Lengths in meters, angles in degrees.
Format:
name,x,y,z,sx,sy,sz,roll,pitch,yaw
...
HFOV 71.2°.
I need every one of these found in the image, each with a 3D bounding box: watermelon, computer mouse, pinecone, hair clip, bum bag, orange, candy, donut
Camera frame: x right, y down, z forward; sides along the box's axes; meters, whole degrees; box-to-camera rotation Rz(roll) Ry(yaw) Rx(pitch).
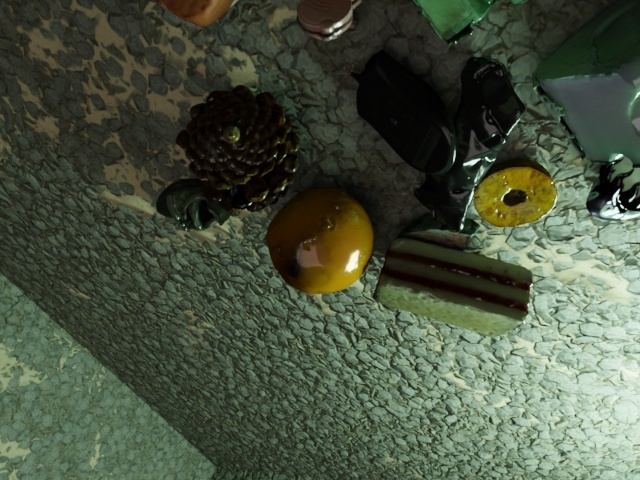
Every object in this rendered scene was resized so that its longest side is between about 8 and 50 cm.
name,x,y,z,sx,sy,sz,roll,pitch,yaw
watermelon,0.276,-0.013,1.011,0.187,0.071,0.139,-1,147,40
computer mouse,0.161,-0.237,0.824,0.264,0.088,0.147,46,155,11
pinecone,-0.165,-0.172,0.945,0.264,0.264,0.264,13,133,14
hair clip,0.022,-0.394,0.734,0.123,0.138,0.102,17,129,20
bum bag,0.273,-0.164,0.839,0.144,0.095,0.340,52,145,34
orange,0.000,0.000,1.016,0.246,0.246,0.246,13,133,14
candy,0.290,0.106,1.023,0.321,0.135,0.179,16,158,13
donut,0.383,-0.097,0.887,0.152,0.058,0.152,12,133,13

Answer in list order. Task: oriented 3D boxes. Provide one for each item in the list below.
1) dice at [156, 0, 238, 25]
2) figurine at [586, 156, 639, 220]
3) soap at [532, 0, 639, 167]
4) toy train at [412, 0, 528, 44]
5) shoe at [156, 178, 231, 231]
name,x,y,z,sx,sy,sz,roll,pitch,yaw
dice,-0.199,-0.479,0.731,0.175,0.174,0.179,44,132,-18
figurine,0.551,-0.123,0.755,0.145,0.145,0.222,36,123,-9
soap,0.501,-0.268,0.539,0.156,0.261,0.446,42,134,-15
toy train,0.187,-0.423,0.601,0.272,0.159,0.188,44,162,-17
shoe,-0.344,-0.082,1.166,0.293,0.149,0.109,-7,127,28
